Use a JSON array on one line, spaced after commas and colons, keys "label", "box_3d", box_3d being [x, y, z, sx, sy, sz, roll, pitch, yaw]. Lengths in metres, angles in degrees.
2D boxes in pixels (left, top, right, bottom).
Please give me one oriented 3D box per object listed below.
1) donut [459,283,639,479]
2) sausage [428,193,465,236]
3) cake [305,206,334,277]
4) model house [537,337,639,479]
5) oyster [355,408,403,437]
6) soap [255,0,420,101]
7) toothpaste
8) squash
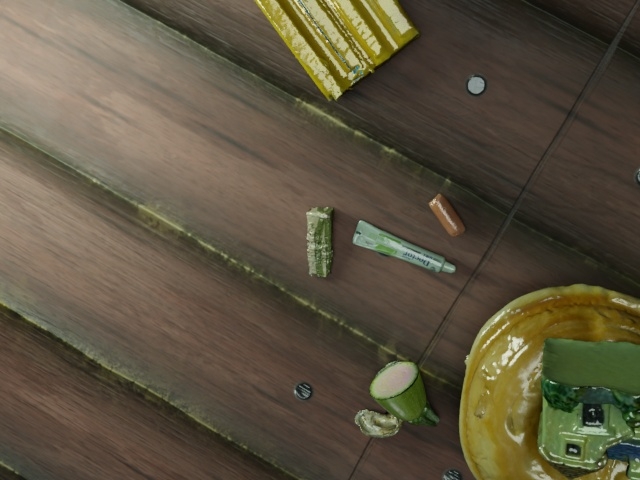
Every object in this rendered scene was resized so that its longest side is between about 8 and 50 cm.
[{"label": "donut", "box_3d": [0.447, 0.294, 1.332, 0.449, 0.198, 0.449, 2, 100, 12]}, {"label": "sausage", "box_3d": [0.228, -0.044, 1.392, 0.034, 0.034, 0.083, -35, 93, 14]}, {"label": "cake", "box_3d": [0.000, 0.000, 1.448, 0.051, 0.055, 0.140, 4, 118, 8]}, {"label": "model house", "box_3d": [0.429, 0.265, 1.138, 0.214, 0.195, 0.189, 3, 107, 14]}, {"label": "oyster", "box_3d": [0.116, 0.349, 1.495, 0.083, 0.038, 0.080, 36, 79, 30]}, {"label": "soap", "box_3d": [0.008, -0.422, 1.332, 0.204, 0.096, 0.324, -35, 93, 15]}, {"label": "toothpaste", "box_3d": [0.154, 0.019, 1.421, 0.197, 0.029, 0.048, 22, 103, 9]}, {"label": "squash", "box_3d": [0.164, 0.306, 1.451, 0.105, 0.105, 0.132, -26, 113, 14]}]
